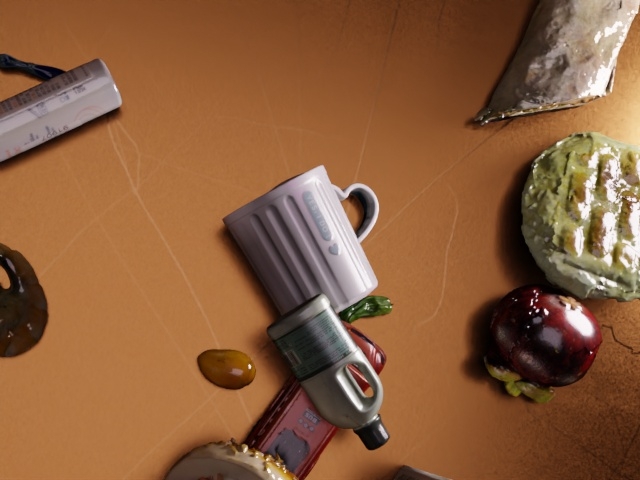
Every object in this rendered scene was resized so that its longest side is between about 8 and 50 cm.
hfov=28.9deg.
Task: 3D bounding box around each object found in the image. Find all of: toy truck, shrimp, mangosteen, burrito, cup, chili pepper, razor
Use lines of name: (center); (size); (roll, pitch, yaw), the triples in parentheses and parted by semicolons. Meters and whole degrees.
toy truck: (-0.004, 0.238, 1.810); (0.107, 0.114, 0.252); (36, 80, -1)
shrimp: (-0.497, 0.054, 1.788); (0.145, 0.059, 0.254); (-41, 90, -14)
mangosteen: (0.326, 0.159, 1.861); (0.166, 0.166, 0.180); (24, 104, -5)
burrito: (0.394, -0.303, 1.955); (0.175, 0.107, 0.347); (25, 77, 9)
cup: (-0.002, 0.001, 1.817); (0.221, 0.167, 0.202); (-28, 91, -3)
chili pepper: (0.067, 0.106, 1.884); (0.091, 0.030, 0.034); (-18, 111, -9)
razor: (-0.445, -0.258, 1.851); (0.155, 0.028, 0.044); (14, 80, -6)

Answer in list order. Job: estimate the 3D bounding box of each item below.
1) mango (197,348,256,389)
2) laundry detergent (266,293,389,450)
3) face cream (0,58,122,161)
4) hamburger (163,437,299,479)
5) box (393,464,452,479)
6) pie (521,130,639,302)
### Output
mango: (-0.140, 0.188, 1.834); (0.089, 0.046, 0.060); (21, 77, 7)
laundry detergent: (0.024, 0.191, 1.721); (0.099, 0.070, 0.225); (-33, 92, 6)
face cream: (-0.428, -0.178, 1.818); (0.269, 0.082, 0.082); (-27, 87, -10)
hamburger: (-0.128, 0.421, 1.682); (0.291, 0.291, 0.225); (50, 39, 0)
box: (0.207, 0.413, 1.710); (0.210, 0.330, 0.095); (35, 79, -3)
pie: (0.445, -0.041, 1.913); (0.306, 0.071, 0.306); (7, 66, -16)
